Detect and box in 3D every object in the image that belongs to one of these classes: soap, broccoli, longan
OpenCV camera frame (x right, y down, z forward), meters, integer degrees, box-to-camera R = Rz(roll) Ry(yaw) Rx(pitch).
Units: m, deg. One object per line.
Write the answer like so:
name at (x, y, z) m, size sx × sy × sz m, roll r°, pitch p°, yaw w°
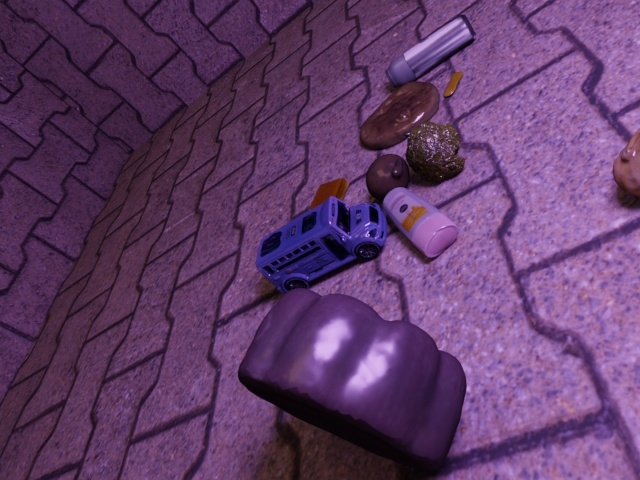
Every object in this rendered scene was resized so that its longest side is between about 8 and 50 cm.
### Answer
soap at (0.338, -0.400, 1.240) m, size 0.034 × 0.012 × 0.089 m, roll 0°, pitch 55°, yaw 48°
broccoli at (0.244, -0.191, 1.041) m, size 0.120 × 0.130 × 0.131 m, roll -20°, pitch 0°, yaw -42°
longan at (0.153, -0.143, 1.088) m, size 0.106 × 0.106 × 0.119 m, roll -59°, pitch 6°, yaw -18°

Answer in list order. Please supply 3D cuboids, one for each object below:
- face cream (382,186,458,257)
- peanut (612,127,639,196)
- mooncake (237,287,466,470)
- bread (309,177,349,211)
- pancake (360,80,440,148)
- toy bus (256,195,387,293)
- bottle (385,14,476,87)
face cream at (0.193, -0.043, 0.982) m, size 0.084 × 0.057 × 0.198 m, roll -47°, pitch 32°, yaw 8°
peanut at (0.537, -0.156, 0.671) m, size 0.263 × 0.117 × 0.101 m, roll -32°, pitch 55°, yaw 17°
mooncake at (0.044, 0.192, 0.679) m, size 0.306 × 0.306 × 0.154 m, roll -4°, pitch 50°, yaw 46°
bread at (0.023, -0.112, 1.267) m, size 0.090 × 0.035 × 0.094 m, roll -9°, pitch 48°, yaw 43°
pancake at (0.204, -0.346, 1.299) m, size 0.242 × 0.050 × 0.242 m, roll -28°, pitch 37°, yaw 24°
toy bus at (0.000, 0.000, 1.083) m, size 0.292 × 0.133 × 0.125 m, roll -28°, pitch 37°, yaw 26°
bottle at (0.302, -0.519, 1.354) m, size 0.254 × 0.079 × 0.096 m, roll -30°, pitch -2°, yaw 24°
